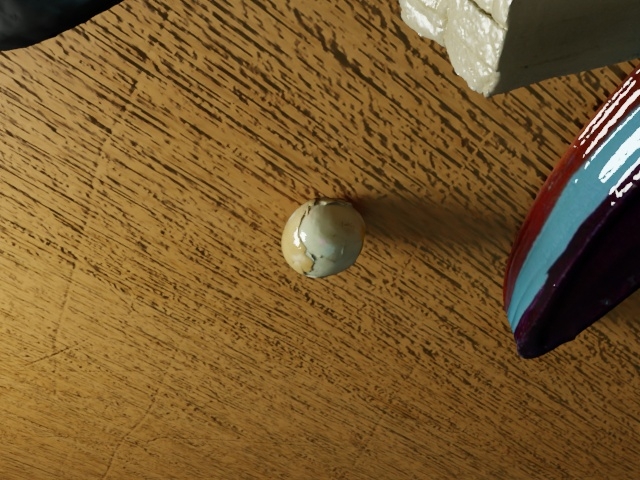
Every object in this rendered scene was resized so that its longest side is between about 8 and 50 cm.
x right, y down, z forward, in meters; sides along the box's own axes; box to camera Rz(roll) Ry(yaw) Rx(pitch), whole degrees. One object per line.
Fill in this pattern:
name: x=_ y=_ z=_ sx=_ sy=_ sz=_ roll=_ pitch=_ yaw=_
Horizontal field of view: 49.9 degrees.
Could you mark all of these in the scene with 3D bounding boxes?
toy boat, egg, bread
toy boat: x=0.247 y=-0.024 z=0.549 sx=0.136 sy=0.079 sz=0.392 roll=18 pitch=136 yaw=-7
egg: x=0.000 y=0.000 z=0.623 sx=0.071 sy=0.071 sz=0.083 roll=26 pitch=140 yaw=-19
bread: x=0.143 y=-0.161 z=0.442 sx=0.152 sy=0.105 sz=0.077 roll=-16 pitch=143 yaw=-19

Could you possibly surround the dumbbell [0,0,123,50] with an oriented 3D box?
dumbbell: x=-0.169 y=-0.256 z=0.257 sx=0.204 sy=0.204 sz=0.322 roll=-13 pitch=135 yaw=24
